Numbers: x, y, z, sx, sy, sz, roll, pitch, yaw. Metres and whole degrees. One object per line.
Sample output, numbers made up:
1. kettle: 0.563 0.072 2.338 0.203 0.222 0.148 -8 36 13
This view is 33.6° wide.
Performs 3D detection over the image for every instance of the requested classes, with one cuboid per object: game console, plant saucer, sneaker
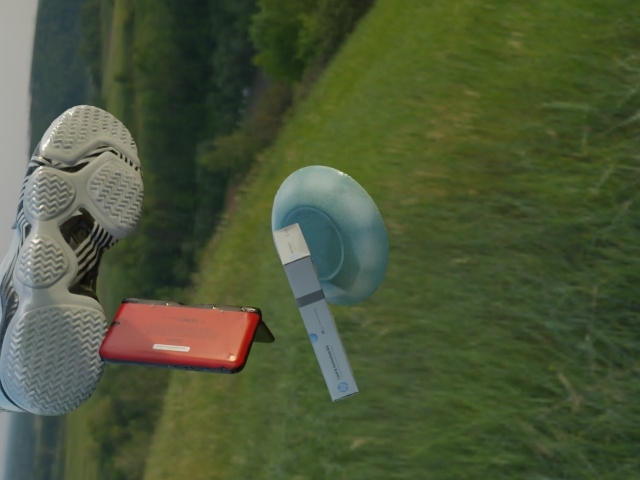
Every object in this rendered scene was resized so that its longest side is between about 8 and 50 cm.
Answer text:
1. game console: -0.129 0.107 1.054 0.124 0.144 0.085 -74 -16 -50
2. plant saucer: 0.000 0.000 1.392 0.195 0.037 0.194 15 117 33
3. sneaker: -0.319 0.030 1.186 0.210 0.137 0.365 -24 52 43

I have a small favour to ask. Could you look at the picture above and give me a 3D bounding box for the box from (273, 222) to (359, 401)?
1. box: -0.007 0.085 1.309 0.145 0.038 0.186 -114 3 -72
